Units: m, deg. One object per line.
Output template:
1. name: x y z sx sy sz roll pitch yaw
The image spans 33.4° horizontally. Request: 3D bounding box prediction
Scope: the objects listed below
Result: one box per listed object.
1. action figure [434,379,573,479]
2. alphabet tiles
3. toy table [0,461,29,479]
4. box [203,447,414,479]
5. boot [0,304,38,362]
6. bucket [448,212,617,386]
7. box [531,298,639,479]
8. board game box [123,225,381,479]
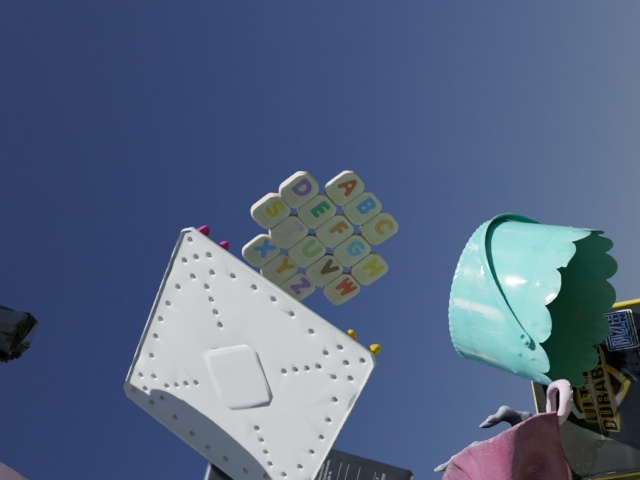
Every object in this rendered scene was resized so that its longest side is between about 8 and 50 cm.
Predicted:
1. action figure: 0.336 0.438 1.559 0.275 0.370 0.248 -30 -24 -12
2. alphabet tiles: 0.000 0.000 2.084 0.284 0.278 0.021 48 -165 -25
3. toy table: -0.664 0.480 2.002 0.274 0.252 0.161 44 -118 -31
4. box: -0.044 0.523 2.187 0.293 0.395 0.212 119 166 -76
5. boot: -0.596 0.136 1.851 0.246 0.207 0.094 175 117 -81
6. bucket: 0.342 0.095 1.716 0.281 0.183 0.281 -24 -61 -52
7. box: 0.495 0.266 1.824 0.079 0.257 0.322 66 -163 -51
8. board game box: -0.126 0.223 1.809 0.050 0.390 0.390 -33 -27 -54
